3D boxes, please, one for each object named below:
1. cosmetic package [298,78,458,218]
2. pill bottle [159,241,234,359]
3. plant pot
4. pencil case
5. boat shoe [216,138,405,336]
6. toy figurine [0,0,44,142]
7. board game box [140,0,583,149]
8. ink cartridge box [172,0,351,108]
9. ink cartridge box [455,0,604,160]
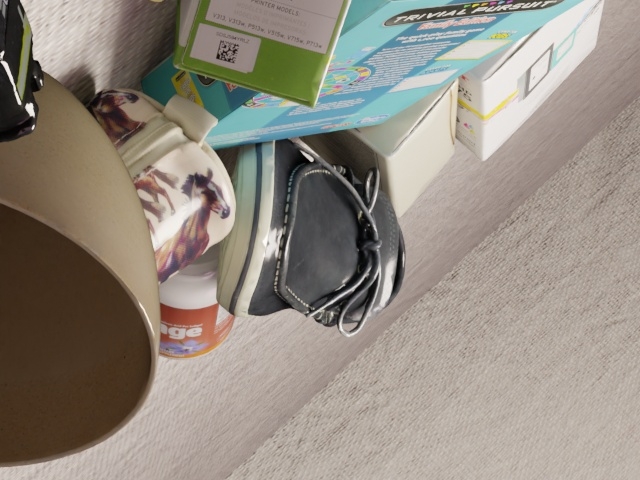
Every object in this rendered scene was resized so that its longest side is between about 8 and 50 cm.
[{"bbox_3d":[0.054,-0.138,1.624,0.113,0.160,0.309,-49,171,-4],"label":"cosmetic package"},{"bbox_3d":[-0.143,0.034,1.602,0.121,0.121,0.216,-42,165,-24],"label":"pill bottle"},{"bbox_3d":[-0.232,-0.013,0.966,0.284,0.284,0.191,118,-16,-47],"label":"plant pot"},{"bbox_3d":[-0.250,0.038,1.185,0.410,0.160,0.183,-41,180,-28],"label":"pencil case"},{"bbox_3d":[0.000,0.000,1.545,0.500,0.156,0.187,33,66,-79],"label":"boat shoe"},{"bbox_3d":[-0.253,-0.099,0.682,0.209,0.213,0.148,-41,156,-16],"label":"toy figurine"},{"bbox_3d":[0.042,-0.176,1.260,0.253,0.079,0.336,-12,170,-38],"label":"board game box"},{"bbox_3d":[-0.015,-0.241,0.974,0.189,0.097,0.255,-100,-152,-65],"label":"ink cartridge box"},{"bbox_3d":[0.168,-0.250,1.610,0.197,0.198,0.270,-46,166,-6],"label":"ink cartridge box"}]
